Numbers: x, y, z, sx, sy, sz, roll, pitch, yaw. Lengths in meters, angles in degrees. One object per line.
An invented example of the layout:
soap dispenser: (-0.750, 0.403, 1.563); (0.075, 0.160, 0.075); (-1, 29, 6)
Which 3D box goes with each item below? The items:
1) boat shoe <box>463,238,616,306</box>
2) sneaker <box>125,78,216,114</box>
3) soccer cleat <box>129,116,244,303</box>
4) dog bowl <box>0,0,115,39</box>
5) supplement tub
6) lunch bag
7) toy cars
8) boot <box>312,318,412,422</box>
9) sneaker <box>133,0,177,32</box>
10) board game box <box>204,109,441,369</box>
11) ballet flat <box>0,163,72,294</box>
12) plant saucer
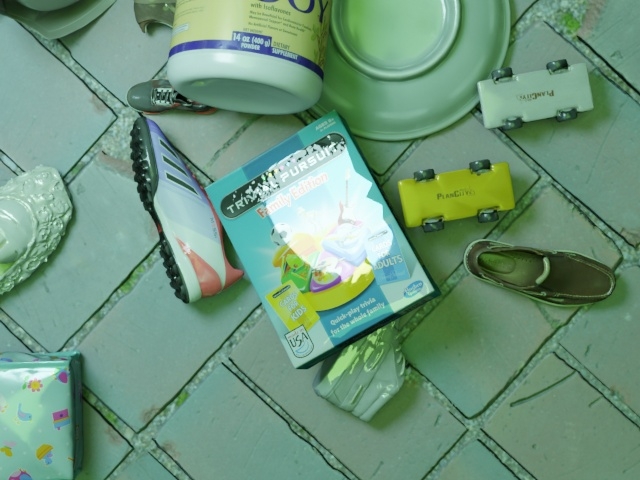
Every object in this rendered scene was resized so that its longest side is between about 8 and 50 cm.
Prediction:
boat shoe: (0.365, 0.058, 1.675); (0.257, 0.095, 0.095); (8, 91, 1)
sneaker: (-0.250, -0.243, 1.696); (0.157, 0.065, 0.061); (0, 91, 1)
soccer cleat: (-0.228, -0.059, 1.692); (0.116, 0.108, 0.318); (-18, 88, -21)
dog bowl: (-0.401, -0.479, 1.568); (0.102, 0.349, 0.349); (40, 91, 14)
supplement tub: (-0.099, -0.379, 1.554); (0.241, 0.241, 0.332); (6, 84, 1)
lunch bag: (-0.529, 0.296, 1.665); (0.262, 0.160, 0.224); (-2, 92, -5)
toy cars: (0.284, -0.156, 1.683); (0.176, 0.087, 0.394); (39, 88, -5)
boot: (0.105, 0.176, 1.695); (0.123, 0.095, 0.258); (34, 96, -10)
sneaker: (-0.217, -0.385, 1.704); (0.188, 0.066, 0.071); (0, 117, -2)
board game box: (0.000, 0.000, 1.634); (0.253, 0.079, 0.336); (-30, 76, 9)
ballet flat: (-0.569, 0.044, 1.674); (0.147, 0.147, 0.409); (44, 91, 0)
plant saucer: (0.119, -0.367, 1.672); (0.400, 0.100, 0.401); (0, 90, 1)
